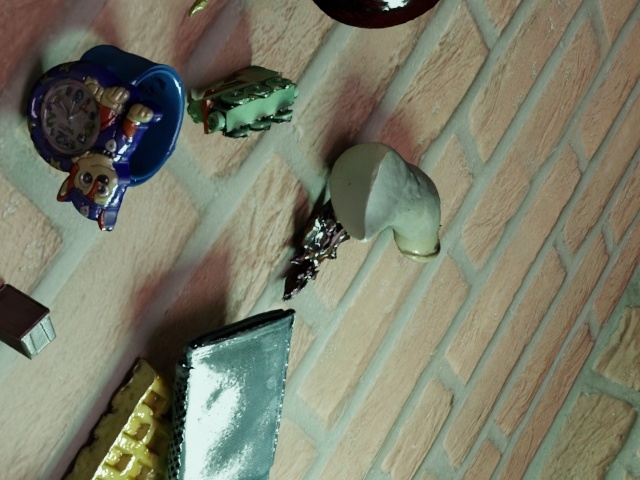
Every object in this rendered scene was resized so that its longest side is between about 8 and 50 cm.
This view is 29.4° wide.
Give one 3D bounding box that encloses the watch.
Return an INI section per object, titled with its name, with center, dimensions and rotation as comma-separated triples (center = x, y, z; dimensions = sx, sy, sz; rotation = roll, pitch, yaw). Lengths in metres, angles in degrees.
[watch]
center = -0.263, -0.146, 1.567
dimensions = 0.200, 0.171, 0.196
rotation = -22, 140, -63

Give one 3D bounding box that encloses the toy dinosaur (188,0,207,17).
[toy dinosaur]
center = -0.126, -0.418, 1.604
dimensions = 0.259, 0.153, 0.094
rotation = -54, -173, -6

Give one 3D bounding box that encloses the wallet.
[wallet]
center = -0.155, 0.280, 1.964
dimensions = 0.237, 0.075, 0.342
rotation = -20, 128, -45

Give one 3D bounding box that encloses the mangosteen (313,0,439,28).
[mangosteen]
center = 0.064, -0.456, 1.740
dimensions = 0.293, 0.297, 0.297
rotation = 32, 81, -34

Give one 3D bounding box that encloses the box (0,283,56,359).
[box]
center = -0.392, 0.109, 1.588
dimensions = 0.060, 0.084, 0.063
rotation = -48, 149, -30

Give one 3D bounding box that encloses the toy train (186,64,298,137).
[toy train]
center = -0.116, -0.201, 1.786
dimensions = 0.176, 0.118, 0.074
rotation = -27, 125, -41

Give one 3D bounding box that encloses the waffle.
[waffle]
center = -0.281, 0.334, 1.918
dimensions = 0.248, 0.055, 0.221
rotation = -60, 147, -13

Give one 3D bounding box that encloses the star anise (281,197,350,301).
[star anise]
center = -0.003, -0.002, 2.130
dimensions = 0.212, 0.053, 0.157
rotation = -35, 140, -40

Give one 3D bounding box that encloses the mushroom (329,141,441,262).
[mushroom]
center = 0.138, -0.062, 2.230
dimensions = 0.397, 0.126, 0.177
rotation = 17, 79, -64
